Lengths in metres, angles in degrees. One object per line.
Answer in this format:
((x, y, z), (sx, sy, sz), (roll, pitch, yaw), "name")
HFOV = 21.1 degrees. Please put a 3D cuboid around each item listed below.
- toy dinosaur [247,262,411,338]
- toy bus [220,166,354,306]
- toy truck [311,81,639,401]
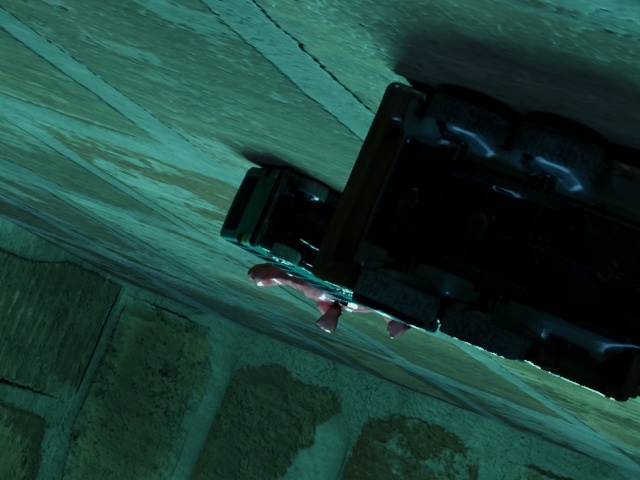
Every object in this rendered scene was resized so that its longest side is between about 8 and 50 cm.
((0.074, 0.042, 1.657), (0.286, 0.070, 0.139), (7, -164, 5), "toy dinosaur")
((0.000, 0.000, 1.520), (0.160, 0.079, 0.092), (28, 171, -30), "toy bus")
((0.167, 0.025, 0.989), (0.305, 0.136, 0.162), (22, 180, 24), "toy truck")
